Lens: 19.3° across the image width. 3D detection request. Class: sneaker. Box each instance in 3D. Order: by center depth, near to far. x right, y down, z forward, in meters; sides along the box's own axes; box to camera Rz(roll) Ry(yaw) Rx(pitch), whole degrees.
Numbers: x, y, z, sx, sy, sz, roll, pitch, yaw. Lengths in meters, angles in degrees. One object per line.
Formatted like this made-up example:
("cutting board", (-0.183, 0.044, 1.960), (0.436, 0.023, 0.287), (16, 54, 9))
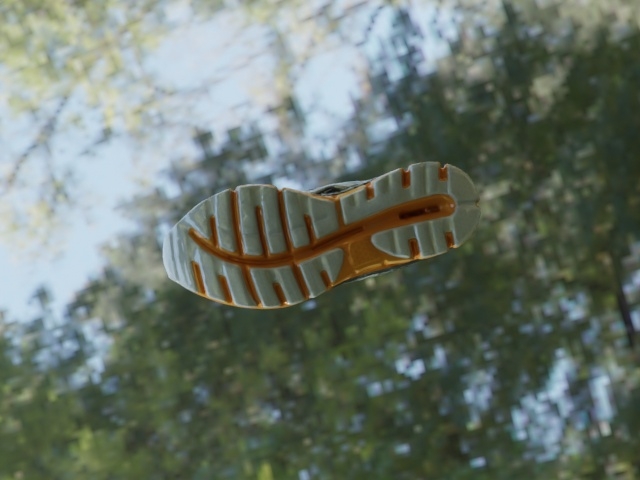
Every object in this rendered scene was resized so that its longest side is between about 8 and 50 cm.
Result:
("sneaker", (0.000, 0.000, 1.278), (0.083, 0.215, 0.084), (142, 120, -84))
